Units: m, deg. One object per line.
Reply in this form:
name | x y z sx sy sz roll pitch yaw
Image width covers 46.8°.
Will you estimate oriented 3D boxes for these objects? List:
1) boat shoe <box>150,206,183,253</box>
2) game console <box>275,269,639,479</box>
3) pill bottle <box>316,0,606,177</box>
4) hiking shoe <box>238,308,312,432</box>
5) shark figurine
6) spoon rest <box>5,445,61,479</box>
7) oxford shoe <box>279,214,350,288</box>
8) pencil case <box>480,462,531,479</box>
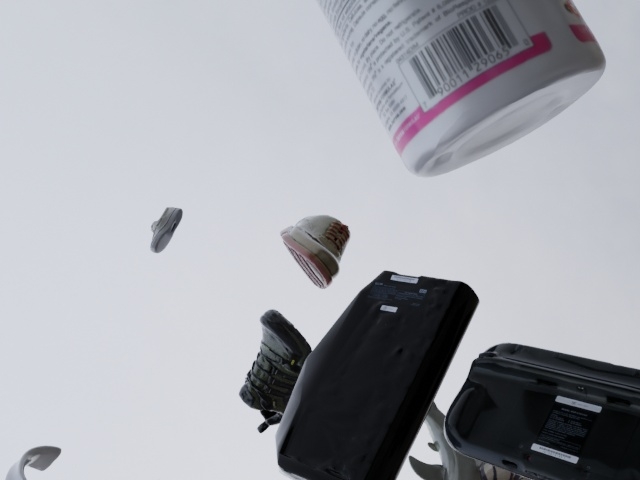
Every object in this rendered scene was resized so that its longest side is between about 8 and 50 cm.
boat shoe | -0.270 -0.020 1.257 0.035 0.035 0.100 86 -158 -52
game console | 0.122 0.136 0.588 0.044 0.361 0.213 50 -119 -37
pill bottle | 0.074 -0.206 0.560 0.160 0.160 0.283 -17 -103 -44
hiking shoe | -0.072 0.211 1.148 0.114 0.086 0.227 -30 -51 -25
shark figurine | 0.197 0.296 1.110 0.166 0.116 0.278 4 -134 -36
spoon rest | -0.433 0.423 1.124 0.084 0.137 0.276 38 -169 -37
oxford shoe | 0.000 0.000 1.508 0.130 0.348 0.123 -34 -74 -1
pencil case | 0.486 0.526 1.565 0.160 0.410 0.183 71 -167 -65
